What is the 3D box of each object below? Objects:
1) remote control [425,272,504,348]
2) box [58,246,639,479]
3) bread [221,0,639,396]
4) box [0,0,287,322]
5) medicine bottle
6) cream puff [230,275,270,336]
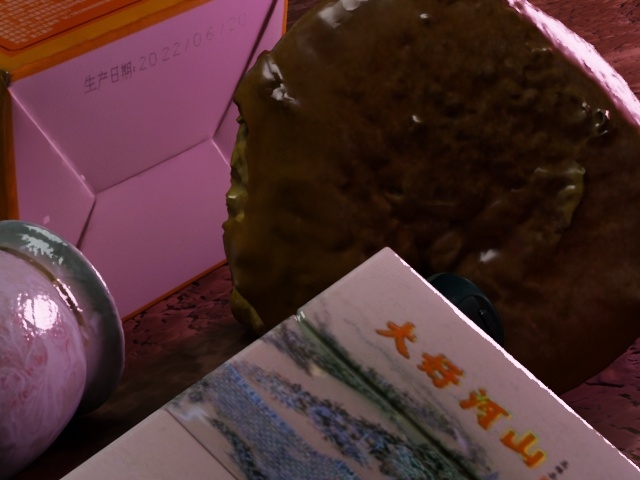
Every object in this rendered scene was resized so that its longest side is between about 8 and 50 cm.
[{"bbox_3d":[0.022,0.098,0.794,0.042,0.072,0.222,-4,35,47],"label":"remote control"},{"bbox_3d":[0.005,0.124,0.655,0.256,0.164,0.069,-34,-19,-46],"label":"box"},{"bbox_3d":[0.068,-0.021,0.927,0.268,0.268,0.146,-15,7,0],"label":"bread"},{"bbox_3d":[-0.196,-0.094,1.240,0.214,0.259,0.283,29,41,31],"label":"box"},{"bbox_3d":[-0.216,0.074,1.011,0.147,0.147,0.143,-4,19,32],"label":"medicine bottle"},{"bbox_3d":[0.000,0.000,1.118,0.146,0.116,0.146,-11,20,4],"label":"cream puff"}]
